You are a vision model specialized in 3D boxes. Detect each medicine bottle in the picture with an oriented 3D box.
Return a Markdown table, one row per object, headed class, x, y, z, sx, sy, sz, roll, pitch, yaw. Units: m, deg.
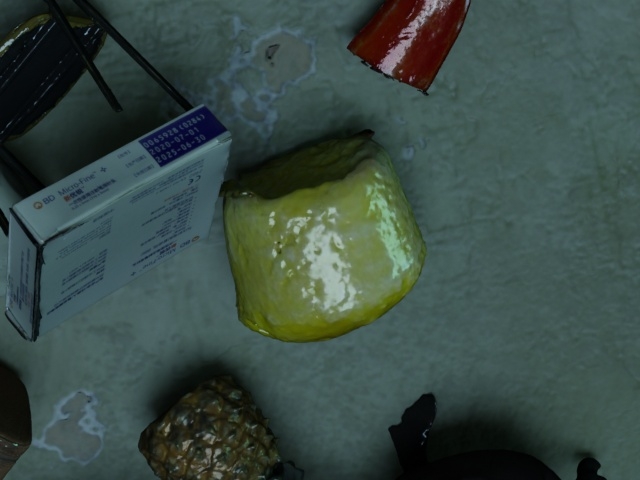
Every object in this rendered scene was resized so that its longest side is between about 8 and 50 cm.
| class | x | y | z | sx | sy | sz | roll | pitch | yaw |
| --- | --- | --- | --- | --- | --- | --- | --- | --- | --- |
| medicine bottle | -0.173 | -0.011 | 1.407 | 0.201 | 0.052 | 0.171 | -32 | 160 | -27 |

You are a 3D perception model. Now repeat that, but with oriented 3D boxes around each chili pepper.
| class | x | y | z | sx | sy | sz | roll | pitch | yaw |
| --- | --- | --- | --- | --- | --- | --- | --- | --- | --- |
| chili pepper | 0.098 | -0.222 | 1.469 | 0.088 | 0.065 | 0.169 | 17 | 110 | -32 |

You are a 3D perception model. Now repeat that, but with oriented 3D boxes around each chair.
| class | x | y | z | sx | sy | sz | roll | pitch | yaw |
| --- | --- | --- | --- | --- | --- | --- | --- | --- | --- |
| chair | -0.257 | -0.138 | 1.423 | 0.159 | 0.172 | 0.247 | -47 | 69 | 17 |

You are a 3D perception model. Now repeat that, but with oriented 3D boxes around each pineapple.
| class | x | y | z | sx | sy | sz | roll | pitch | yaw |
| --- | --- | --- | --- | --- | --- | --- | --- | --- | --- |
| pineapple | -0.061 | 0.249 | 1.616 | 0.128 | 0.128 | 0.248 | -42 | 89 | 15 |

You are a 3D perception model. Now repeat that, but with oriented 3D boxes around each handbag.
| class | x | y | z | sx | sy | sz | roll | pitch | yaw |
| --- | --- | --- | --- | --- | --- | --- | --- | --- | --- |
| handbag | -0.365 | 0.142 | 1.553 | 0.193 | 0.151 | 0.072 | 32 | 106 | -18 |

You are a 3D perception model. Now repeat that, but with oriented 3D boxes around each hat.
| class | x | y | z | sx | sy | sz | roll | pitch | yaw |
| --- | --- | --- | --- | --- | --- | --- | --- | --- | --- |
| hat | 0.172 | 0.308 | 1.711 | 0.238 | 0.209 | 0.336 | 10 | 136 | 11 |

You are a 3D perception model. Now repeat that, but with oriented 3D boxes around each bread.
| class | x | y | z | sx | sy | sz | roll | pitch | yaw |
| --- | --- | --- | --- | --- | --- | --- | --- | --- | --- |
| bread | -0.001 | 0.003 | 1.511 | 0.197 | 0.197 | 0.170 | -17 | 105 | 3 |

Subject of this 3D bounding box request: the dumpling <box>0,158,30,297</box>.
| class | x | y | z | sx | sy | sz | roll | pitch | yaw |
| --- | --- | --- | --- | --- | --- | --- | --- | --- | --- |
| dumpling | -0.337 | -0.025 | 1.501 | 0.150 | 0.092 | 0.176 | -27 | 120 | 11 |
